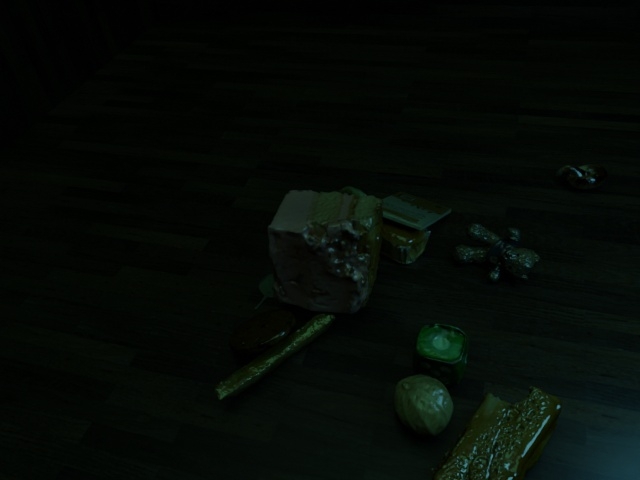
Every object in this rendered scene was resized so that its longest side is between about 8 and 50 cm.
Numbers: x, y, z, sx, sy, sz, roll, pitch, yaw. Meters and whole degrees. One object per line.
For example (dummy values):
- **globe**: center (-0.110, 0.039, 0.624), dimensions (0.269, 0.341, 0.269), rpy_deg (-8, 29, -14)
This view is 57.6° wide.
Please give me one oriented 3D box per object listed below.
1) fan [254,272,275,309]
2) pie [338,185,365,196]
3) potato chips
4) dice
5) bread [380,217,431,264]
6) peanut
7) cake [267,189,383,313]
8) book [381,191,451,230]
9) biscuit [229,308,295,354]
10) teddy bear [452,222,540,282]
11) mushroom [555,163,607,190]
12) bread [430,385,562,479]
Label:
- **fan**: center (-0.160, 0.163, 1.874), dimensions (0.113, 0.005, 0.175), rpy_deg (18, 47, 25)
- **pie**: center (0.093, -0.065, 1.941), dimensions (0.054, 0.240, 0.240), rpy_deg (3, 34, -33)
- **potato chips**: center (-0.129, 0.326, 1.643), dimensions (0.407, 0.080, 0.057), rpy_deg (-32, 64, -26)
- **dice**: center (0.323, 0.307, 1.563), dimensions (0.131, 0.120, 0.128), rpy_deg (9, 46, 21)
- **bread**: center (0.234, -0.024, 1.949), dimensions (0.241, 0.107, 0.136), rpy_deg (30, 51, 35)
- **peanut**: center (0.255, 0.411, 1.467), dimensions (0.159, 0.109, 0.140), rpy_deg (28, 53, 31)
- **cake**: center (0.016, 0.026, 1.733), dimensions (0.307, 0.314, 0.293), rpy_deg (8, 29, 11)
- **book**: center (0.305, -0.107, 1.990), dimensions (0.208, 0.020, 0.295), rpy_deg (23, 25, 25)
- **biscuit**: center (-0.170, 0.265, 1.690), dimensions (0.212, 0.036, 0.212), rpy_deg (-21, 18, 7)
- **teddy bear**: center (0.559, 0.036, 1.827), dimensions (0.251, 0.181, 0.129), rpy_deg (30, 18, 35)
- **mushroom**: center (0.933, -0.229, 2.089), dimensions (0.171, 0.080, 0.135), rpy_deg (13, 34, 22)
- **bread**: center (0.413, 0.483, 1.370), dimensions (0.185, 0.109, 0.380), rpy_deg (23, 49, 35)
